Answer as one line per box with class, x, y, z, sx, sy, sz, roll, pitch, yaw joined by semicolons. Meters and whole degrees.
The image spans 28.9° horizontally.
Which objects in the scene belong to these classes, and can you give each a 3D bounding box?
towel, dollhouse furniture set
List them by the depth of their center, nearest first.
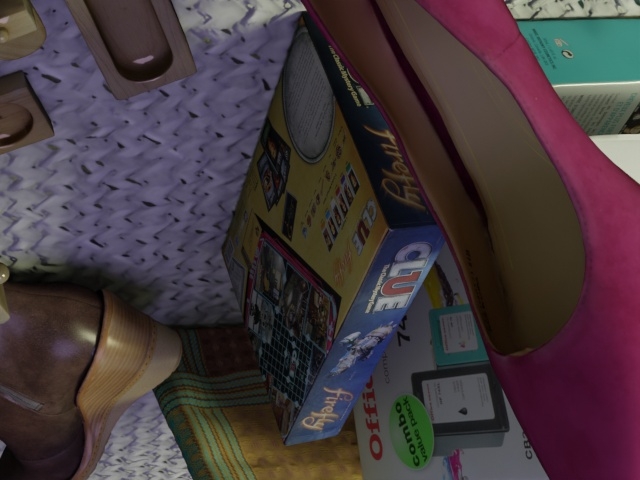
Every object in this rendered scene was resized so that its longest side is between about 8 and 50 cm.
dollhouse furniture set;-0.137;-0.063;0.655;0.151;0.123;0.144;-20;148;-1
towel;0.042;0.186;0.910;0.271;0.370;0.040;0;128;-30

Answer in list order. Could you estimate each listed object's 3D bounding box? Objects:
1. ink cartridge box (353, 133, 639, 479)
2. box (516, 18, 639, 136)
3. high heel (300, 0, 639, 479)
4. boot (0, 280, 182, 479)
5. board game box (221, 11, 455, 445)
ink cartridge box;0.166;0.055;0.838;0.197;0.198;0.270;-3;171;-32
box;0.213;-0.099;0.855;0.244;0.060;0.100;-5;146;-23
high heel;0.055;-0.034;0.592;0.181;0.377;0.127;-4;162;-33
boot;-0.245;0.102;0.915;0.207;0.090;0.248;20;133;-30
board game box;0.000;0.000;0.790;0.042;0.165;0.243;-6;146;-22
